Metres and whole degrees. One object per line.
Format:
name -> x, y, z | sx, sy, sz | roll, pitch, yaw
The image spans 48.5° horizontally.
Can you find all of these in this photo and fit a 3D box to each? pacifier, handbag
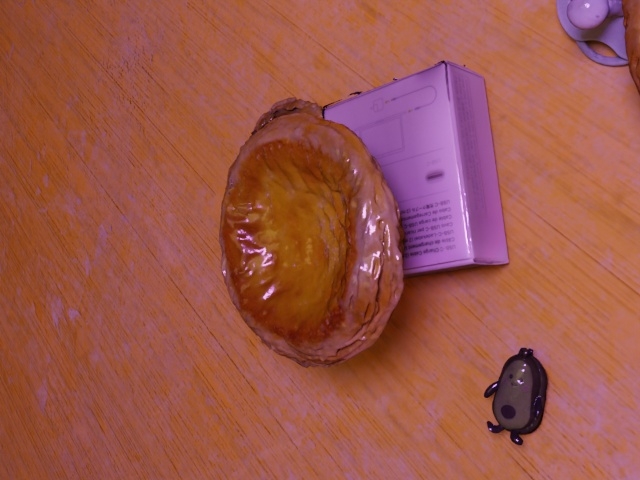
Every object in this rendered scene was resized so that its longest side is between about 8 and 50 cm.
pacifier -> 0.307, -0.248, 0.772 | 0.150, 0.116, 0.127 | 42, 139, 30
handbag -> 0.235, 0.179, 0.847 | 0.072, 0.047, 0.111 | 17, 100, 39

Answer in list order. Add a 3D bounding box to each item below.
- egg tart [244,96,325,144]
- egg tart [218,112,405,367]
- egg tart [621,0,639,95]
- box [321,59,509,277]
egg tart -> -0.051, -0.097, 1.074 | 0.241, 0.105, 0.241 | 2, 93, 42
egg tart -> 0.000, 0.000, 0.878 | 0.318, 0.128, 0.319 | 2, 93, 46
egg tart -> 0.467, -0.222, 0.560 | 0.443, 0.178, 0.444 | 15, 110, 50
box -> 0.117, -0.078, 0.924 | 0.203, 0.106, 0.252 | -13, 78, 40
